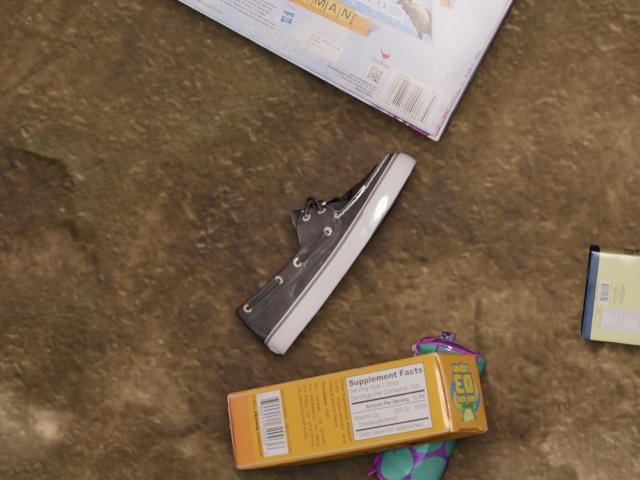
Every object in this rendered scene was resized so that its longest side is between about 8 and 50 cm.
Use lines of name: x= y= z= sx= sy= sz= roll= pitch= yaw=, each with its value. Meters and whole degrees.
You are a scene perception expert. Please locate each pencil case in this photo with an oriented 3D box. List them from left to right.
pencil case: x=0.101 y=0.164 z=1.493 sx=0.070 sy=0.064 sz=0.151 roll=19 pitch=99 yaw=5

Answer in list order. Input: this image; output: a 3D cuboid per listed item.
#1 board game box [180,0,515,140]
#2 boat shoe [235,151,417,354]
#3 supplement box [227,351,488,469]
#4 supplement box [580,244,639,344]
board game box: x=0.046 y=-0.304 z=1.449 sx=0.319 sy=0.066 sz=0.318 roll=30 pitch=100 yaw=4
boat shoe: x=0.000 y=0.000 z=1.488 sx=0.076 sy=0.080 sz=0.228 roll=36 pitch=107 yaw=2
supplement box: x=0.032 y=0.158 z=1.453 sx=0.233 sy=0.078 sz=0.080 roll=-12 pitch=79 yaw=31
supplement box: x=0.285 y=0.051 z=1.457 sx=0.083 sy=0.056 sz=0.083 roll=6 pitch=97 yaw=8
